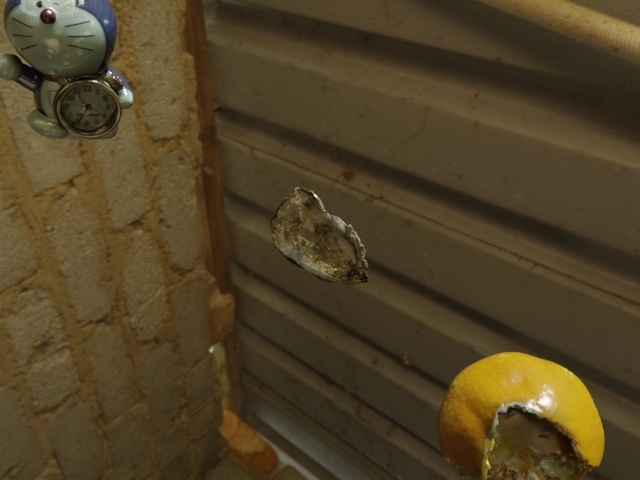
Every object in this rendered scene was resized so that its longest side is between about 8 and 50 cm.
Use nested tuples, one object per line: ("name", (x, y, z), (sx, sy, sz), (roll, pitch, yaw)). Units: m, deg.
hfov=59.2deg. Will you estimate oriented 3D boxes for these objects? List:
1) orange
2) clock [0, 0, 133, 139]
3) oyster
("orange", (0.193, 0.186, 0.551), (0.156, 0.156, 0.134), (37, 0, 21))
("clock", (-0.401, -0.284, 0.881), (0.146, 0.200, 0.243), (-118, -150, -50))
("oyster", (0.003, 0.002, 0.405), (0.083, 0.019, 0.054), (42, -62, 6))
